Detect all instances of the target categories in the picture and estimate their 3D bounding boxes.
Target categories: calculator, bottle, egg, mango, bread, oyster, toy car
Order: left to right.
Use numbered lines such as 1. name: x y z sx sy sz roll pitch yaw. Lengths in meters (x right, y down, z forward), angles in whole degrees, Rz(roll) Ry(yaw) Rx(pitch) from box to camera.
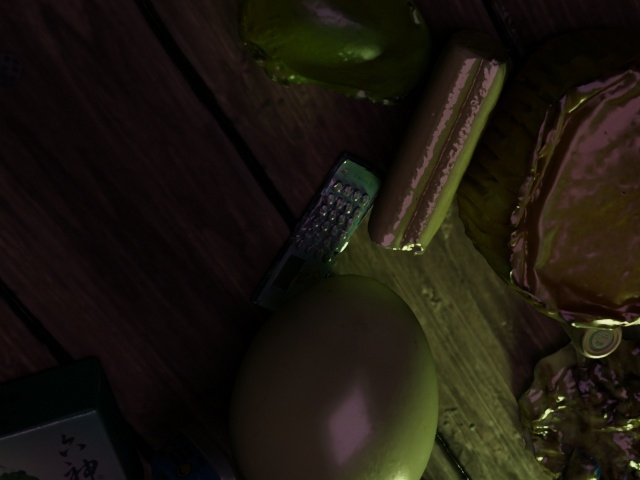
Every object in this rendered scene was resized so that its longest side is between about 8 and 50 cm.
1. toy car: -0.114 0.269 1.005 0.100 0.097 0.191 -23 120 -24
2. calculator: 0.000 0.000 1.022 0.057 0.018 0.172 26 110 -21
3. egg: 0.014 0.148 1.001 0.189 0.188 0.253 7 113 -16
4. mango: 0.017 -0.174 0.893 0.178 0.100 0.119 25 145 -31
5. bread: 0.103 -0.087 0.934 0.060 0.139 0.178 25 112 6
6. bottle: 0.250 0.071 1.066 0.045 0.096 0.045 -6 118 -11
7. bread: 0.252 -0.054 0.981 0.227 0.142 0.253 15 115 -21
8. oyster: 0.307 0.199 1.158 0.223 0.083 0.214 19 109 -14

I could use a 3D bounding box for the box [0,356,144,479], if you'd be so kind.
1. box: -0.299 0.222 1.025 0.245 0.092 0.153 -17 119 -3
